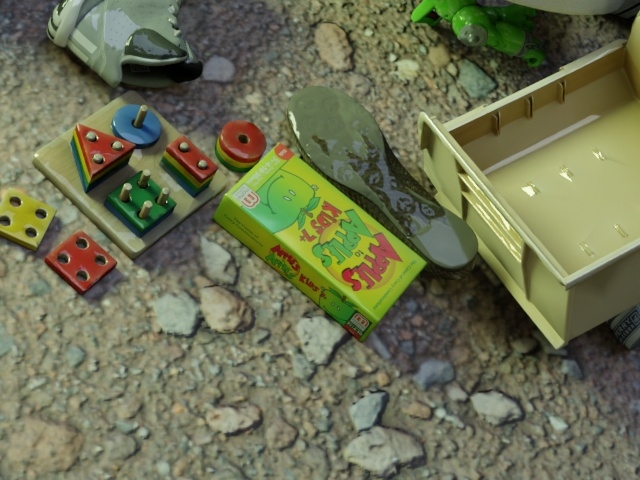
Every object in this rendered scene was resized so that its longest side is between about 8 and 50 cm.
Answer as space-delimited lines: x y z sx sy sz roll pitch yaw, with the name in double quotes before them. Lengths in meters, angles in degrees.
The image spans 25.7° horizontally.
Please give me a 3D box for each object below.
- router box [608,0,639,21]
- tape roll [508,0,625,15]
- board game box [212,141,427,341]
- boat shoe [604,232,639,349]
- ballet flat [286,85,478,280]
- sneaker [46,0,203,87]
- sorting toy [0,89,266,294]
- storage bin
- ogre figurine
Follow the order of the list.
"router box" 0.462 -0.402 1.688 0.243 0.081 0.309 13 80 -16
"tape roll" 0.168 -0.368 1.525 0.392 0.072 0.392 17 30 -10
"board game box" 0.000 0.000 1.308 0.181 0.043 0.092 39 51 4
"boat shoe" 0.397 -0.033 1.469 0.367 0.136 0.156 -30 71 -26
"ballet flat" 0.058 -0.053 1.370 0.084 0.058 0.250 -41 74 -16
"sneaker" -0.146 -0.220 1.373 0.132 0.086 0.229 46 60 3
"sorting toy" -0.173 -0.067 1.272 0.132 0.046 0.274 43 52 8
"storage bin" 0.267 -0.071 1.345 0.262 0.123 0.260 -27 55 -13
"ogre figurine" 0.160 -0.268 1.535 0.118 0.097 0.197 -14 82 -50
